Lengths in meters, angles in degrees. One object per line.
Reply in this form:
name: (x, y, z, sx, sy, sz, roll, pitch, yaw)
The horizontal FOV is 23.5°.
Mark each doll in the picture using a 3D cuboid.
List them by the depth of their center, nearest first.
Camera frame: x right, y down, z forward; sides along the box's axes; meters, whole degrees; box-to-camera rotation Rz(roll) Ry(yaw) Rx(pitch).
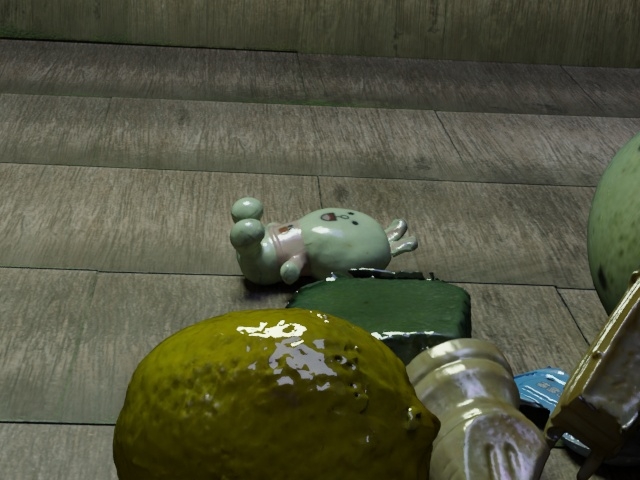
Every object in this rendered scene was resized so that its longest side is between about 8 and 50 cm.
doll: (-0.006, 0.011, 2.155, 0.275, 0.113, 0.155, 4, 27, -20)

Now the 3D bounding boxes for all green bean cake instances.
green bean cake: (0.064, 0.120, 1.817, 0.227, 0.125, 0.222, 4, 21, 8)

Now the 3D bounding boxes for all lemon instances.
lemon: (-0.047, 0.191, 1.382, 0.322, 0.268, 0.268, -11, 10, 31)

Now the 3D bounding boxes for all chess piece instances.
chess piece: (0.169, 0.232, 1.551, 0.137, 0.137, 0.301, -1, 32, -13)

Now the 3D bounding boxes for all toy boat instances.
toy boat: (0.336, 0.119, 1.644, 0.089, 0.115, 0.310, 32, 66, 8)

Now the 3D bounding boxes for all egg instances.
egg: (0.498, 0.004, 1.892, 0.345, 0.345, 0.428, -2, 19, -15)

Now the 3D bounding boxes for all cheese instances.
cheese: (0.306, 0.199, 1.737, 0.135, 0.052, 0.245, -9, 22, -35)
